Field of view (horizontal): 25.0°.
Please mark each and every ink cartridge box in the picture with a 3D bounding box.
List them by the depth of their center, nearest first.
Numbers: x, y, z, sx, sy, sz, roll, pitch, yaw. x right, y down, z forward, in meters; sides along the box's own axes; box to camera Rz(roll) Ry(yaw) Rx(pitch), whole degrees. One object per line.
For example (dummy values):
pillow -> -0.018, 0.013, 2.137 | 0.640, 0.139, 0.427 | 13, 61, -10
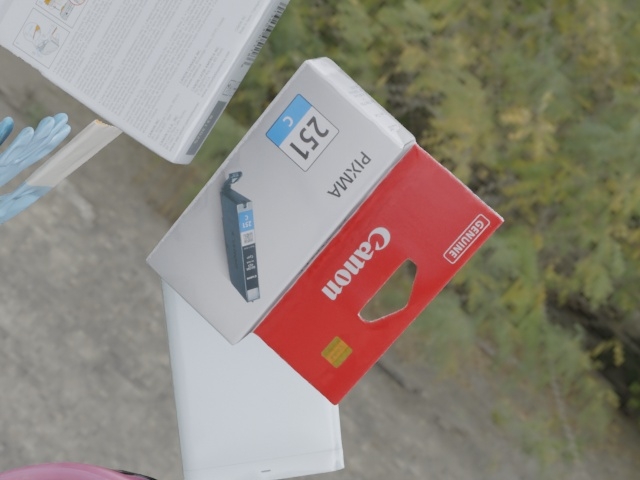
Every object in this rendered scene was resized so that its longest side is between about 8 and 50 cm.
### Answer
ink cartridge box -> -0.131, -0.159, 1.009 | 0.179, 0.145, 0.045 | 35, 10, 13
ink cartridge box -> 0.000, 0.000, 1.533 | 0.261, 0.296, 0.066 | 42, 20, 6

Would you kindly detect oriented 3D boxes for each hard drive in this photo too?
hard drive -> -0.084, 0.148, 1.786 | 0.203, 0.307, 0.040 | -7, 14, -8

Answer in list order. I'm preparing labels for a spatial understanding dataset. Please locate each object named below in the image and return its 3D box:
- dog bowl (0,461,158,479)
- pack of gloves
dog bowl -> -0.181, 0.322, 0.914 | 0.150, 0.408, 0.408 | 51, 1, -42
pack of gloves -> -0.308, -0.052, 1.332 | 0.046, 0.232, 0.195 | 53, 9, 4
